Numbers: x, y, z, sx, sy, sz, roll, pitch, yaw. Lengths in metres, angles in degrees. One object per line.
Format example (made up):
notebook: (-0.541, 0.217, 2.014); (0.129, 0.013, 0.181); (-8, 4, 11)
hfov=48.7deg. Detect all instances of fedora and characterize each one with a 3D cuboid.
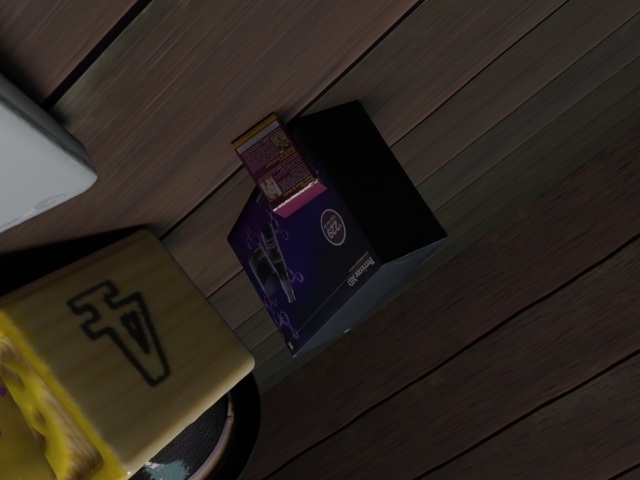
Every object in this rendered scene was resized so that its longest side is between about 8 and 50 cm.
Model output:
fedora: (-0.241, 0.229, 0.991); (0.334, 0.334, 0.153); (-27, 132, -22)

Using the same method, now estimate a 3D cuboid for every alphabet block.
alphabet block: (-0.222, 0.137, 0.711); (0.192, 0.193, 0.197); (-45, 174, 37)

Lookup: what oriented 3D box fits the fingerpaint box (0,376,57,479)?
fingerpaint box: (-0.399, 0.198, 0.320); (0.371, 0.163, 0.445); (-33, 174, -1)

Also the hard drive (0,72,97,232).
hard drive: (-0.241, -0.024, 0.345); (0.203, 0.040, 0.307); (-27, 178, -7)

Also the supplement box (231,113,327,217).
supplement box: (-0.040, -0.073, 0.695); (0.055, 0.083, 0.043); (-34, 166, 7)

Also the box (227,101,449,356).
box: (0.005, -0.002, 0.828); (0.103, 0.184, 0.261); (-24, 163, -33)
